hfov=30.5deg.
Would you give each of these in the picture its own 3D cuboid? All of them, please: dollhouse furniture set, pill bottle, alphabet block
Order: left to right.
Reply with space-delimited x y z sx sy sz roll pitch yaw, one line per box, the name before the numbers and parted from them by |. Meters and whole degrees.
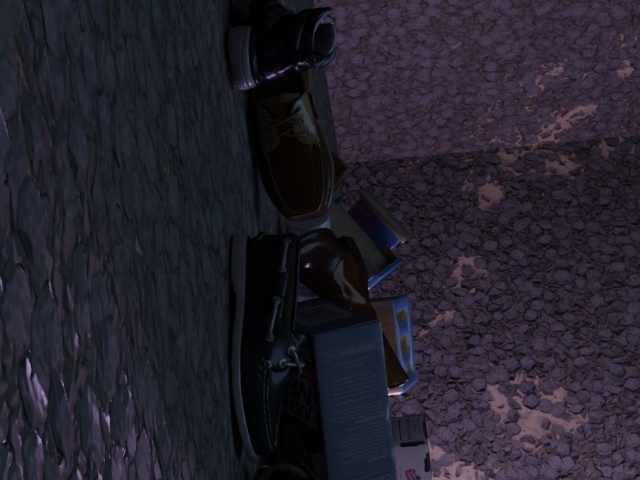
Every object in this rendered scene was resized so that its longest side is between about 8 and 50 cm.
pill bottle | -0.013 0.041 2.149 0.108 0.108 0.180 -87 171 -64
dollhouse furniture set | 0.000 0.000 2.371 0.286 0.198 0.303 47 23 4
alphabet block | 0.083 0.220 2.448 0.192 0.197 0.193 1 84 -75

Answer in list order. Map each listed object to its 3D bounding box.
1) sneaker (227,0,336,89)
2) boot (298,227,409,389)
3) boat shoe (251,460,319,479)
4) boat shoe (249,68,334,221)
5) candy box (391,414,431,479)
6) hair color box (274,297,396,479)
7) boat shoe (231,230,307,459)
sneaker | -0.053 -0.317 1.727 0.268 0.153 0.101 -90 174 -48
boot | 0.031 0.128 1.955 0.264 0.096 0.280 19 48 -67
boat shoe | -0.032 0.334 1.480 0.324 0.123 0.116 102 -24 -84
boat shoe | -0.060 -0.191 1.845 0.120 0.122 0.324 53 24 -72
candy box | 0.060 0.367 1.883 0.071 0.233 0.159 -89 173 -55
hair color box | 0.014 0.287 1.699 0.185 0.113 0.374 16 -65 62
boat shoe | -0.062 0.124 1.483 0.114 0.091 0.302 74 12 -68
